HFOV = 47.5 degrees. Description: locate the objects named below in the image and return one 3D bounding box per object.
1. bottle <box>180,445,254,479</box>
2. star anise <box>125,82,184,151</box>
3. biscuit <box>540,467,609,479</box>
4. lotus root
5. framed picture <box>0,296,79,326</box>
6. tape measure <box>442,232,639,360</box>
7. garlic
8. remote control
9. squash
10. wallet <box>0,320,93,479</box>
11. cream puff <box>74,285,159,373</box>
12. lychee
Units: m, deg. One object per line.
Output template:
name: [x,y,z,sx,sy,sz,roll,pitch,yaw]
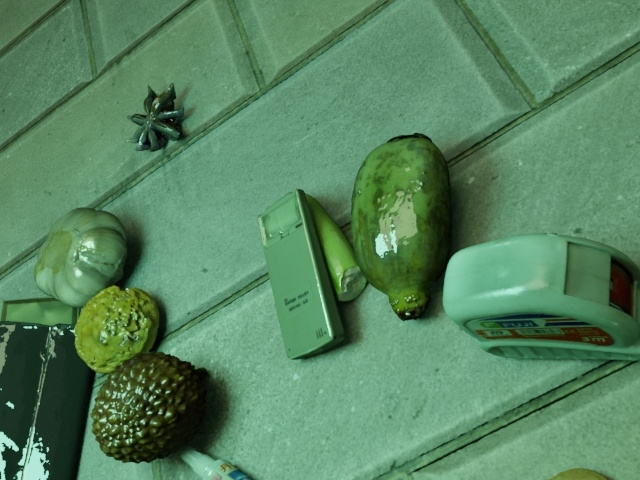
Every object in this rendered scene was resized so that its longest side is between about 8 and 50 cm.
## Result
bottle: [-0.154,0.396,1.188,0.217,0.060,0.060,20,77,37]
star anise: [-0.380,-0.283,1.699,0.204,0.061,0.180,-2,77,38]
biscuit: [0.353,0.358,0.900,0.133,0.027,0.184,-41,50,10]
lotus root: [0.137,-0.027,1.172,0.173,0.173,0.309,-10,67,29]
framed picture: [-0.603,0.221,1.551,0.173,0.010,0.231,-3,57,-6]
tape measure: [0.306,0.074,0.959,0.243,0.246,0.125,-9,57,37]
garlic: [-0.498,0.036,1.546,0.228,0.152,0.228,-18,56,29]
remote control: [-0.038,0.055,1.252,0.123,0.038,0.285,-33,63,38]
squash: [0.000,0.000,1.292,0.083,0.083,0.250,-43,53,6]
wallet: [-0.579,0.358,1.427,0.228,0.062,0.406,2,64,-1]
cream puff: [-0.406,0.173,1.430,0.189,0.129,0.189,-16,60,29]
lychee: [-0.285,0.279,1.251,0.200,0.200,0.238,10,30,36]
